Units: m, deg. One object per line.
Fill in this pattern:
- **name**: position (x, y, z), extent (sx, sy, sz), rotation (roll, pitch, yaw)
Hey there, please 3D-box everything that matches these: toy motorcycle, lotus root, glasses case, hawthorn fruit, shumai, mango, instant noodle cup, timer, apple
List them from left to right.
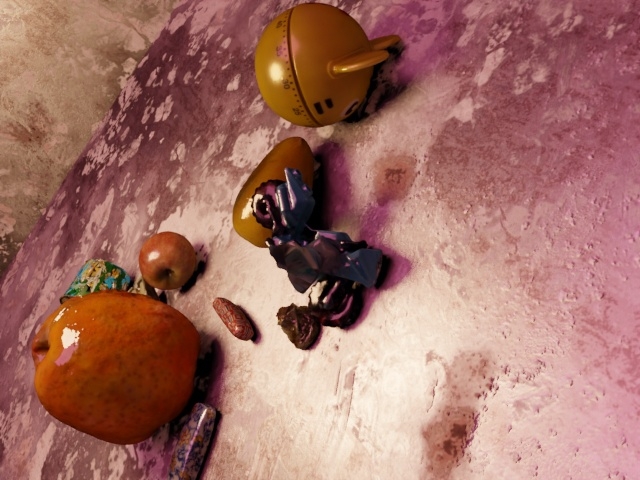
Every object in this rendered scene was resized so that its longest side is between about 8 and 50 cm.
- **instant noodle cup**: position (-0.836, 0.189, 2.299), extent (0.240, 0.240, 0.178), rotation (-17, 46, 41)
- **hawthorn fruit**: position (-0.590, 0.339, 1.757), extent (0.471, 0.471, 0.472), rotation (-26, 50, 35)
- **lotus root**: position (-0.636, 0.246, 2.098), extent (0.235, 0.138, 0.119), rotation (-52, 44, 9)
- **apple**: position (-0.509, 0.064, 2.030), extent (0.188, 0.188, 0.174), rotation (-43, 30, 20)
- **glasses case**: position (-0.350, 0.563, 1.640), extent (0.087, 0.065, 0.248), rotation (5, 72, 48)
- **glasses case**: position (-0.244, 0.218, 1.732), extent (0.049, 0.073, 0.194), rotation (-56, 39, 5)
- **mango**: position (-0.126, -0.146, 1.719), extent (0.253, 0.182, 0.365), rotation (-31, 36, 56)
- **shumai**: position (-0.065, 0.206, 1.531), extent (0.099, 0.087, 0.124), rotation (-48, 41, 13)
- **toy motorcycle**: position (0.000, 0.000, 1.483), extent (0.232, 0.172, 0.416), rotation (-37, 73, 19)
- **timer**: position (0.023, -0.488, 1.696), extent (0.386, 0.376, 0.376), rotation (-7, 59, 17)
